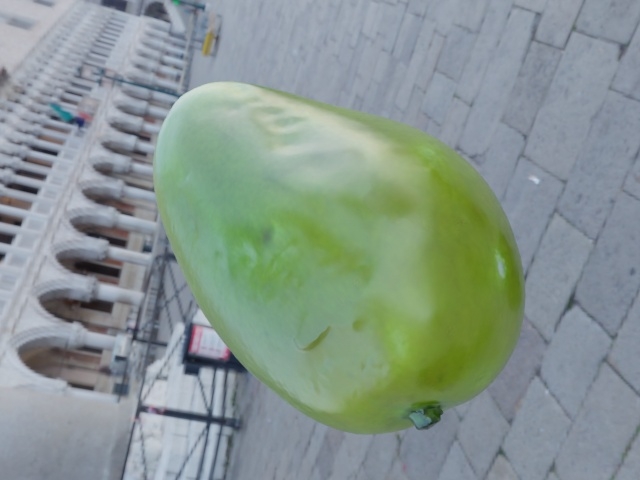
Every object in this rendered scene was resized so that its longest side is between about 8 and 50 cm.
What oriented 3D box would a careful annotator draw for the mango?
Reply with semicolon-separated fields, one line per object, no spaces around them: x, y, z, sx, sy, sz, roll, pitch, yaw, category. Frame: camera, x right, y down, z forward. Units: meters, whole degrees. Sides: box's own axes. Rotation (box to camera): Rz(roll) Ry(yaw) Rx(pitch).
0.001;0.009;0.482;0.273;0.149;0.185;25;117;36;mango
